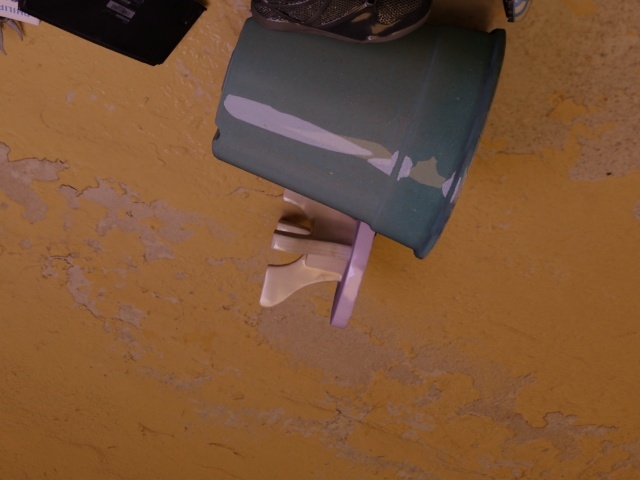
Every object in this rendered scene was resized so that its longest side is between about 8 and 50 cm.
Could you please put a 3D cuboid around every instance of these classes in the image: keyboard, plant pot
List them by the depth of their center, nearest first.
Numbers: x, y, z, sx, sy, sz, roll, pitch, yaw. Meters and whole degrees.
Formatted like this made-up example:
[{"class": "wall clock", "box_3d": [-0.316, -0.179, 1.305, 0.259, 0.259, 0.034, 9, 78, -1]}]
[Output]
[{"class": "keyboard", "box_3d": [-0.248, -0.345, 1.153, 0.033, 0.317, 0.201, 47, 104, 17]}, {"class": "plant pot", "box_3d": [0.041, -0.184, 1.231, 0.334, 0.341, 0.341, 18, 134, -1]}]

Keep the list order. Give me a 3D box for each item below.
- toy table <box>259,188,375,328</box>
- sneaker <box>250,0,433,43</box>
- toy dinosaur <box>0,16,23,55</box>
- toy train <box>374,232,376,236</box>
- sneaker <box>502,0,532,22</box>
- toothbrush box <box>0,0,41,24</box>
[{"class": "toy table", "box_3d": [0.000, 0.000, 1.478, 0.161, 0.274, 0.252, 13, 175, -2]}, {"class": "sneaker", "box_3d": [0.025, -0.304, 1.051, 0.227, 0.087, 0.130, 7, 167, 1]}, {"class": "toy dinosaur", "box_3d": [-0.498, -0.359, 1.187, 0.121, 0.313, 0.160, -43, 96, 8]}, {"class": "toy train", "box_3d": [0.111, -0.043, 1.546, 0.027, 0.036, 0.158, 22, 133, -15]}, {"class": "sneaker", "box_3d": [0.288, -0.391, 1.151, 0.086, 0.085, 0.237, -1, 138, -3]}, {"class": "toothbrush box", "box_3d": [-0.369, -0.454, 1.067, 0.126, 0.216, 0.295, 13, 136, -6]}]
